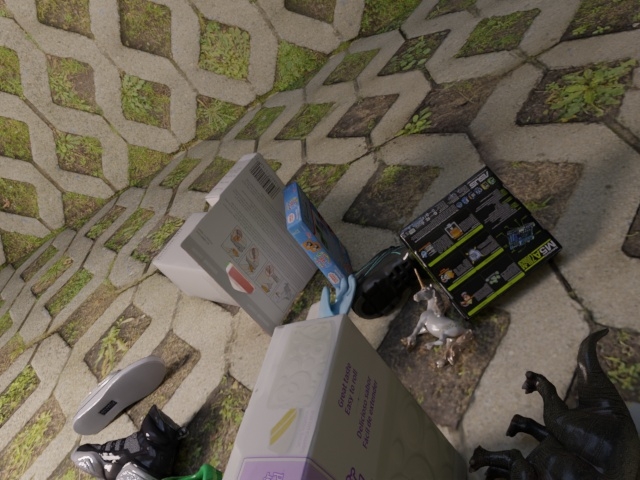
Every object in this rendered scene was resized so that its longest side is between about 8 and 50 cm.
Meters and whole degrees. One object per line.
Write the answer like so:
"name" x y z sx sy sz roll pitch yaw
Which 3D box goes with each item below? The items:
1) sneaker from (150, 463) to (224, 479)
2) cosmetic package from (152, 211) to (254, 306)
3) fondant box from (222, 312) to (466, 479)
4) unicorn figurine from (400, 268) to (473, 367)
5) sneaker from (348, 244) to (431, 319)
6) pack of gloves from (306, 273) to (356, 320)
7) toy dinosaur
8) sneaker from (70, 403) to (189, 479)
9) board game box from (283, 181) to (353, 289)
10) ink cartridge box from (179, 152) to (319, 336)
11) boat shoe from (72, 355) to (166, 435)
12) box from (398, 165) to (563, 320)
"sneaker" -0.271 0.439 0.831 0.295 0.124 0.109 -29 26 -4
"cosmetic package" -0.234 0.044 1.321 0.365 0.155 0.197 2 51 46
"fondant box" 0.045 0.273 0.549 0.096 0.330 0.238 -17 37 32
"unicorn figurine" 0.184 0.138 0.864 0.111 0.060 0.162 -44 47 -12
"sneaker" 0.159 0.034 0.978 0.267 0.101 0.106 -33 29 7
"pack of gloves" -0.018 0.166 0.965 0.195 0.046 0.232 -42 20 47
"toy dinosaur" 0.275 0.247 0.588 0.160 0.121 0.313 24 61 43
"sneaker" -0.364 0.403 1.033 0.268 0.101 0.153 -2 44 36
"board game box" 0.000 0.000 1.077 0.039 0.211 0.160 -31 31 12
"ink cartridge box" -0.133 0.010 1.117 0.066 0.296 0.261 3 49 49
"boat shoe" -0.471 0.341 1.226 0.258 0.095 0.084 -36 35 1
"box" 0.258 0.003 0.869 0.190 0.045 0.184 -38 74 1
